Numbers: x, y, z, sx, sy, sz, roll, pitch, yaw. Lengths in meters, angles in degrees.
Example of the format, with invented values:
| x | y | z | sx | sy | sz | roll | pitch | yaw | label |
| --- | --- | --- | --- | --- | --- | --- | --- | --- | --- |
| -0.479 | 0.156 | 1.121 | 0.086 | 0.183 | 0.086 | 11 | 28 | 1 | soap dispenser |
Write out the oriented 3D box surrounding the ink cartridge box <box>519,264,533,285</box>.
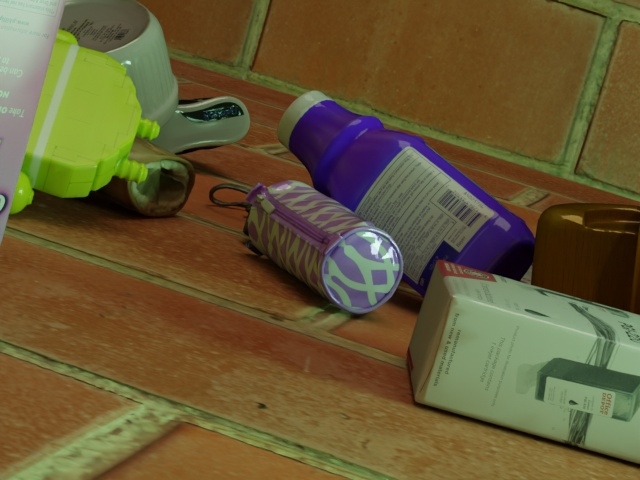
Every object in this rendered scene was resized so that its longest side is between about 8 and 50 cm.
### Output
| x | y | z | sx | sy | sz | roll | pitch | yaw | label |
| --- | --- | --- | --- | --- | --- | --- | --- | --- | --- |
| 0.190 | 0.051 | 1.755 | 0.088 | 0.052 | 0.122 | 21 | 9 | 29 | ink cartridge box |

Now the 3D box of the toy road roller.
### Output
| x | y | z | sx | sy | sz | roll | pitch | yaw | label |
| --- | --- | --- | --- | --- | --- | --- | --- | --- | --- |
| 0.322 | 0.036 | 1.648 | 0.240 | 0.203 | 0.329 | 7 | 9 | 11 | toy road roller |

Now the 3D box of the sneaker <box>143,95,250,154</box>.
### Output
| x | y | z | sx | sy | sz | roll | pitch | yaw | label |
| --- | --- | --- | --- | --- | --- | --- | --- | --- | --- |
| -0.205 | -0.130 | 2.139 | 0.216 | 0.079 | 0.121 | -3 | -4 | -30 | sneaker |

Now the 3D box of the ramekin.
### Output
| x | y | z | sx | sy | sz | roll | pitch | yaw | label |
| --- | --- | --- | --- | --- | --- | --- | --- | --- | --- |
| -0.267 | -0.197 | 2.005 | 0.207 | 0.109 | 0.207 | -2 | 33 | 1 | ramekin |

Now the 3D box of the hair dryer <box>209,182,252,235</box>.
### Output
| x | y | z | sx | sy | sz | roll | pitch | yaw | label |
| --- | --- | --- | --- | --- | --- | --- | --- | --- | --- |
| 0.040 | -0.025 | 1.867 | 0.293 | 0.080 | 0.223 | 14 | 9 | -15 | hair dryer |

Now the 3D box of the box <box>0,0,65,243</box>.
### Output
| x | y | z | sx | sy | sz | roll | pitch | yaw | label |
| --- | --- | --- | --- | --- | --- | --- | --- | --- | --- |
| -0.326 | -0.131 | 1.367 | 0.213 | 0.243 | 0.117 | 25 | 13 | 41 | box |

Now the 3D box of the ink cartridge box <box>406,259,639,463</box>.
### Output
| x | y | z | sx | sy | sz | roll | pitch | yaw | label |
| --- | --- | --- | --- | --- | --- | --- | --- | --- | --- |
| 0.185 | 0.096 | 1.369 | 0.217 | 0.092 | 0.158 | 17 | 9 | -3 | ink cartridge box |

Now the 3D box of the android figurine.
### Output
| x | y | z | sx | sy | sz | roll | pitch | yaw | label |
| --- | --- | --- | --- | --- | --- | --- | --- | --- | --- |
| -0.283 | -0.124 | 1.630 | 0.272 | 0.056 | 0.248 | 17 | 43 | -10 | android figurine |

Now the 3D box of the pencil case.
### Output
| x | y | z | sx | sy | sz | roll | pitch | yaw | label |
| --- | --- | --- | --- | --- | --- | --- | --- | --- | --- |
| 0.000 | 0.000 | 1.621 | 0.088 | 0.086 | 0.206 | 50 | -9 | -28 | pencil case |

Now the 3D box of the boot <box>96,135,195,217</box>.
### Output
| x | y | z | sx | sy | sz | roll | pitch | yaw | label |
| --- | --- | --- | --- | --- | --- | --- | --- | --- | --- |
| -0.281 | -0.118 | 1.735 | 0.269 | 0.089 | 0.236 | 30 | 12 | 21 | boot |

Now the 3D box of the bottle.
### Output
| x | y | z | sx | sy | sz | roll | pitch | yaw | label |
| --- | --- | --- | --- | --- | --- | --- | --- | --- | --- |
| 0.075 | -0.041 | 1.705 | 0.283 | 0.118 | 0.092 | 40 | 7 | 27 | bottle |
